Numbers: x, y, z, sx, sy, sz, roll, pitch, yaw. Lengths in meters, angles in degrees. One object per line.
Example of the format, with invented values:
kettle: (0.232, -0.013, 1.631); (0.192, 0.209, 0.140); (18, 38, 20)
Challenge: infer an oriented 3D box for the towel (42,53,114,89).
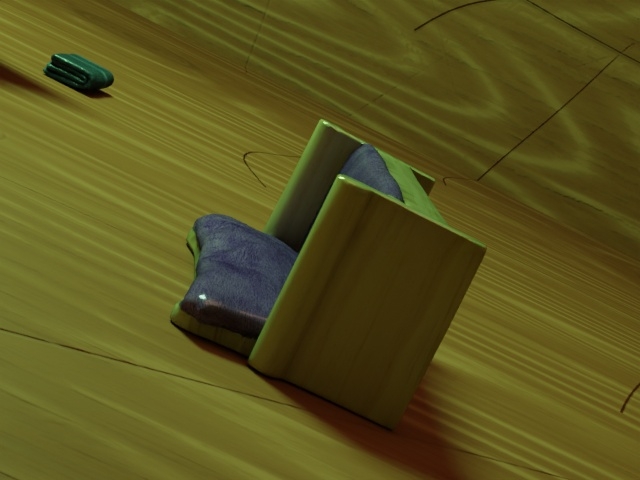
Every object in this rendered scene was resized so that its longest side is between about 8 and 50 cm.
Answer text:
towel: (-0.299, -0.208, 2.049); (0.067, 0.029, 0.119); (27, 8, 3)

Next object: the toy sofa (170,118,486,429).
toy sofa: (0.000, 0.000, 1.285); (0.177, 0.150, 0.362); (27, 8, -6)
